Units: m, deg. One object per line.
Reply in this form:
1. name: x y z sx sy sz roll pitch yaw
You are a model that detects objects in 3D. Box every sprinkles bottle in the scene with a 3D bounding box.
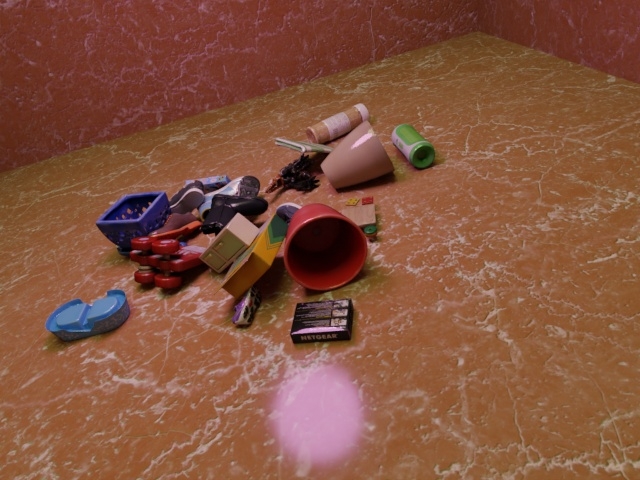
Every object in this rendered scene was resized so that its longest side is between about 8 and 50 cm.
1. sprinkles bottle: 0.098 -0.639 2.556 0.355 0.121 0.121 -28 36 -18

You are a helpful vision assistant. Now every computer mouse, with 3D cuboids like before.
1. computer mouse: -0.367 -0.168 2.025 0.184 0.060 0.262 8 67 -8

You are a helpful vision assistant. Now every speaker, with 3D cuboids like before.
1. speaker: 0.424 -0.442 2.135 0.131 0.131 0.296 -17 34 -1

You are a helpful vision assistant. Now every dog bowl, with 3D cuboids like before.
1. dog bowl: -0.835 0.276 1.677 0.297 0.074 0.166 -14 34 2

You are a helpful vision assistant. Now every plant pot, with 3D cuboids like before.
1. plant pot: 0.147 -0.353 2.046 0.274 0.256 0.256 -30 33 8
2. plant pot: 0.000 0.000 1.584 0.274 0.275 0.243 -18 24 -3
3. plant pot: -0.781 -0.062 2.015 0.235 0.212 0.236 -3 36 20

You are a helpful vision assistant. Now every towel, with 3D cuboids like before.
1. towel: -0.032 -0.456 2.293 0.324 0.038 0.248 -2 19 -42

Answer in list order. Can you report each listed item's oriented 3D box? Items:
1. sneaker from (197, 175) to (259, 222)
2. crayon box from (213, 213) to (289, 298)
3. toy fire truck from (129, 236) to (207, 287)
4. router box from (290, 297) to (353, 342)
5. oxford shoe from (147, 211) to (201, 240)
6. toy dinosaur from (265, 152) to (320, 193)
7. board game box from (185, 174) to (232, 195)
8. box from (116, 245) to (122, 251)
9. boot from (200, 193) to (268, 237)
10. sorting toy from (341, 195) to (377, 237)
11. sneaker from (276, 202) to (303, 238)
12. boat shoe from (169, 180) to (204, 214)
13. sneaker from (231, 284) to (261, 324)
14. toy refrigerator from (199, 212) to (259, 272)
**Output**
1. sneaker: -0.409 -0.168 2.095 0.319 0.127 0.208 -27 32 1
2. crayon box: -0.231 0.064 1.603 0.203 0.083 0.323 -43 14 29
3. toy fire truck: -0.587 0.066 1.827 0.302 0.169 0.254 7 14 33
4. router box: 0.006 0.242 1.397 0.178 0.046 0.133 -7 35 14
5. oxford shoe: -0.640 -0.055 1.977 0.097 0.098 0.271 -39 -6 33
6. toy dinosaur: -0.129 -0.300 2.186 0.218 0.164 0.322 1 54 48
7. board game box: -0.518 -0.254 2.237 0.211 0.160 0.039 -5 70 17
8. box: -0.904 0.003 2.139 0.081 0.028 0.136 -24 37 -11
9. boot: -0.347 -0.091 1.885 0.246 0.094 0.207 6 48 -3
10. sorting toy: 0.151 -0.084 1.804 0.132 0.046 0.275 -9 35 10
11. sneaker: -0.126 -0.075 1.872 0.226 0.086 0.163 12 40 34
12. boat shoe: -0.638 -0.163 2.119 0.302 0.114 0.091 -30 41 23
13. sneaker: -0.251 0.210 1.538 0.071 0.068 0.170 -13 30 24
14. toy refrigerator: -0.338 0.018 1.684 0.269 0.102 0.094 -36 19 47
